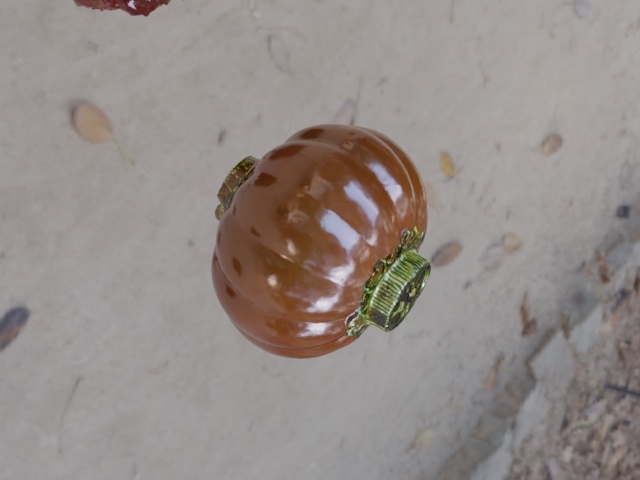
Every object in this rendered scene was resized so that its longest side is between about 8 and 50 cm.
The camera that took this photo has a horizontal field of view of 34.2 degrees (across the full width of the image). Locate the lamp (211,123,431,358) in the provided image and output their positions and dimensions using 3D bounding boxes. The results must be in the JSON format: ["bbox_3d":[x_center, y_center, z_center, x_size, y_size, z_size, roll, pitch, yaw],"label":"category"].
[{"bbox_3d":[0.000,0.000,0.935,0.223,0.196,0.223,-49,161,-23],"label":"lamp"}]

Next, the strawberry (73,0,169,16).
[{"bbox_3d":[-0.185,-0.350,1.019,0.150,0.253,0.280,-93,179,-52],"label":"strawberry"}]
